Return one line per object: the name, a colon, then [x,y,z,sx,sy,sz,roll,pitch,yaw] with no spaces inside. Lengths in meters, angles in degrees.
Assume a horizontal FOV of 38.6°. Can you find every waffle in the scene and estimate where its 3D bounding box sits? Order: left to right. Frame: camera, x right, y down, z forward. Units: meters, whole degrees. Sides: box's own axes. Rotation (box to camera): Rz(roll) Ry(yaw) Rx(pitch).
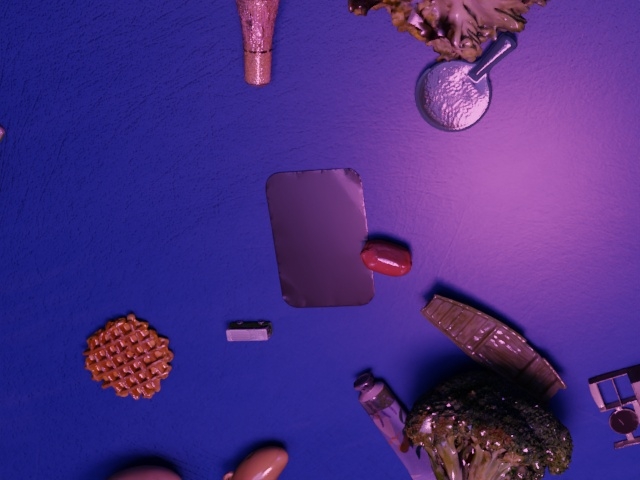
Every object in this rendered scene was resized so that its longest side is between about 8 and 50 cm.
waffle: [-0.383,0.236,1.824,0.191,0.038,0.191,4,111,9]

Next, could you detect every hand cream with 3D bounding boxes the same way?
hand cream: [-0.103,-0.355,1.530,0.084,0.084,0.203,5,118,10]
hand cream: [0.156,0.366,1.755,0.091,0.058,0.271,-29,107,23]

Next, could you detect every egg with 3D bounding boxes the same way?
egg: [-0.377,0.558,1.862,0.254,0.188,0.188,-36,100,18]

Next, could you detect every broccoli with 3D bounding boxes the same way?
broccoli: [0.184,-0.444,1.362,0.334,0.272,0.324,-49,55,29]
broccoli: [0.285,0.361,1.589,0.308,0.308,0.275,15,69,6]

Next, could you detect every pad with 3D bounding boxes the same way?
pad: [0.000,0.000,1.674,0.181,0.004,0.267,-3,109,13]

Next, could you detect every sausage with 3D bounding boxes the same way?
sausage: [0.118,0.031,1.630,0.094,0.054,0.059,18,73,2]

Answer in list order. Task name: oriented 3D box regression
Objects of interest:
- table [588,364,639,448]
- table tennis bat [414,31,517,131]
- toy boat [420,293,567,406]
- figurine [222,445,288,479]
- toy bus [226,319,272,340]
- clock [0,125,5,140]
table: [0.587,0.297,1.634,0.175,0.062,0.146,-21,105,15]
table tennis bat: [0.245,-0.265,1.511,0.124,0.033,0.201,42,117,-7]
toy boat: [0.312,0.186,1.652,0.293,0.055,0.093,36,114,-4]
figurine: [-0.102,0.565,1.845,0.222,0.124,0.324,14,108,6]
toy bus: [-0.136,0.174,1.749,0.083,0.037,0.031,-2,110,12]
clock: [-0.731,-0.105,1.621,0.166,0.309,0.235,36,113,-2]
